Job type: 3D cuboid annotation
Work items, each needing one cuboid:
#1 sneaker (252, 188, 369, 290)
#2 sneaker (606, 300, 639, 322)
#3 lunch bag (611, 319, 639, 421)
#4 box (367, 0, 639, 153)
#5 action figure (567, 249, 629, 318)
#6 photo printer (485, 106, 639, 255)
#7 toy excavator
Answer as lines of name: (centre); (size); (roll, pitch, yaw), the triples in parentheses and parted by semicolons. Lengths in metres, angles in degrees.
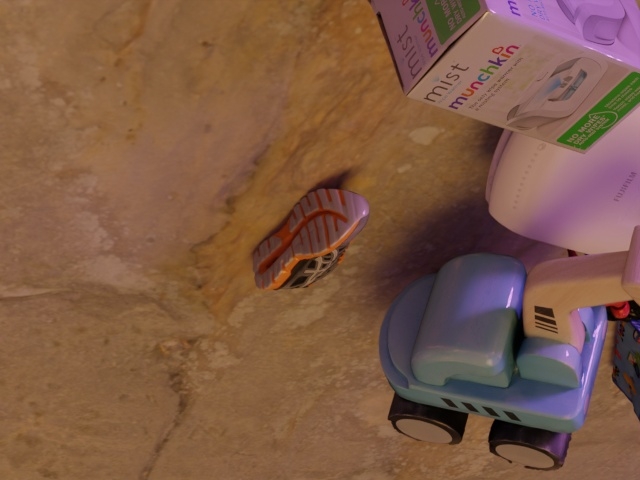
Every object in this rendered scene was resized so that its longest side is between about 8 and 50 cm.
sneaker: (0.000, 0.000, 1.783); (0.083, 0.084, 0.215); (10, 150, -34)
sneaker: (0.459, 0.076, 2.010); (0.283, 0.124, 0.107); (-36, 140, 31)
lunch bag: (0.623, 0.161, 2.213); (0.293, 0.138, 0.221); (-20, 145, -7)
box: (0.166, -0.236, 1.316); (0.231, 0.262, 0.127); (14, 137, -34)
action figure: (0.366, -0.020, 1.884); (0.092, 0.139, 0.280); (-18, 124, 10)
photo printer: (0.365, -0.094, 1.675); (0.308, 0.107, 0.256); (15, 127, -16)
toy excavator: (0.262, 0.109, 1.744); (0.433, 0.222, 0.445); (10, 155, 21)
